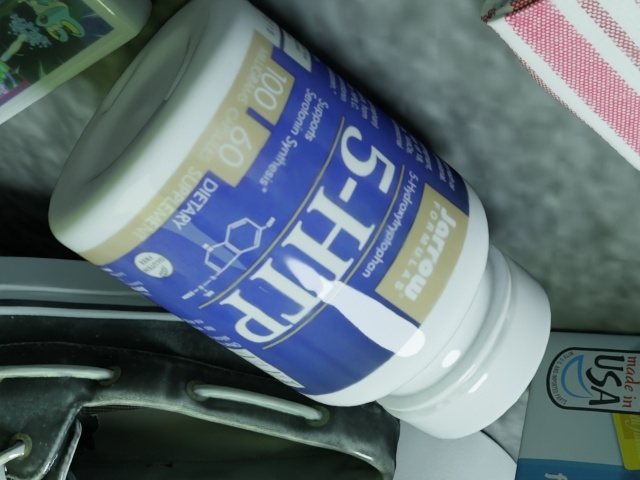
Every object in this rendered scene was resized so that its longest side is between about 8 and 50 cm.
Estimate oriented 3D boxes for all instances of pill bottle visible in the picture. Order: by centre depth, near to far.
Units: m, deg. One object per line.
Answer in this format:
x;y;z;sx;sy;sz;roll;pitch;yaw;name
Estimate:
0.000;0.000;0.398;0.186;0.112;0.112;35;143;-25;pill bottle

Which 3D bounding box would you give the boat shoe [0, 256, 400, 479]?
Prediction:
-0.122;0.083;0.494;0.335;0.119;0.121;-7;135;5;boat shoe

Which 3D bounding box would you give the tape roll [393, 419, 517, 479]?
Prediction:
0.003;0.216;0.657;0.246;0.169;0.246;13;147;9;tape roll

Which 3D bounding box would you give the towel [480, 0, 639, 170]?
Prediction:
0.167;-0.068;0.303;0.144;0.029;0.197;37;144;-27;towel

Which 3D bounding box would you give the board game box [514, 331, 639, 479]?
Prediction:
0.241;0.168;0.399;0.336;0.254;0.079;0;142;24;board game box

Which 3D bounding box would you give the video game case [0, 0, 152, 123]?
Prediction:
-0.196;-0.113;0.409;0.201;0.023;0.183;-19;131;41;video game case
